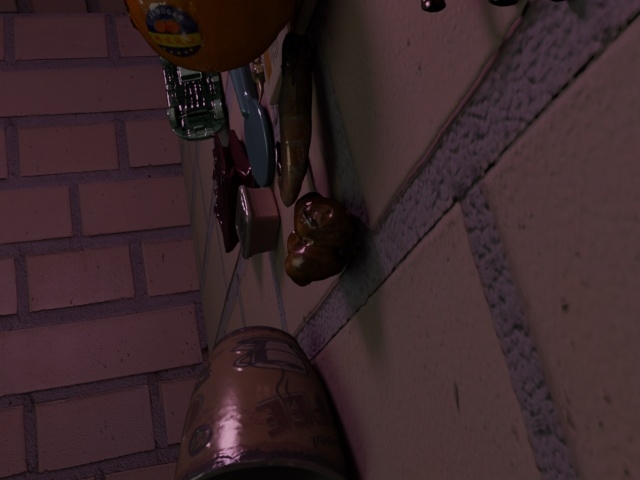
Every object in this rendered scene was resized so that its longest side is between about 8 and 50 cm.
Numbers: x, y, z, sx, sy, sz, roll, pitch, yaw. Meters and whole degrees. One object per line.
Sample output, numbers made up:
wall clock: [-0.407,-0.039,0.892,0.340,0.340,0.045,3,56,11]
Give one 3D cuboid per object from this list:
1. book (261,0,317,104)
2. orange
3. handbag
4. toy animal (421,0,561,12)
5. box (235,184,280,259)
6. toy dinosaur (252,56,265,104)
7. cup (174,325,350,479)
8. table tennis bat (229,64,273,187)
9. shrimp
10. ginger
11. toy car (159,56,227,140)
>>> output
book: [-0.057,-0.347,0.880,0.295,0.020,0.207,134,127,-70]
orange: [-0.122,-0.301,0.718,0.219,0.193,0.219,0,-90,-78]
handbag: [-0.184,-0.105,1.339,0.216,0.074,0.203,-116,25,-54]
toy animal: [0.088,-0.244,0.292,0.243,0.087,0.260,-137,40,-64]
box: [-0.113,-0.033,1.129,0.122,0.062,0.089,106,153,-51]
toy dinosaur: [-0.101,-0.274,1.051,0.041,0.026,0.113,94,172,-54]
cup: [-0.063,0.280,0.906,0.257,0.227,0.301,-95,-20,-49]
table tennis bat: [-0.123,-0.214,1.141,0.153,0.040,0.244,129,128,-67]
shrimp: [-0.033,-0.150,0.815,0.152,0.046,0.219,142,130,-82]
ginger: [0.000,0.000,0.732,0.162,0.073,0.103,-110,33,-78]
toy car: [-0.312,-0.374,1.583,0.125,0.136,0.305,89,168,-73]
